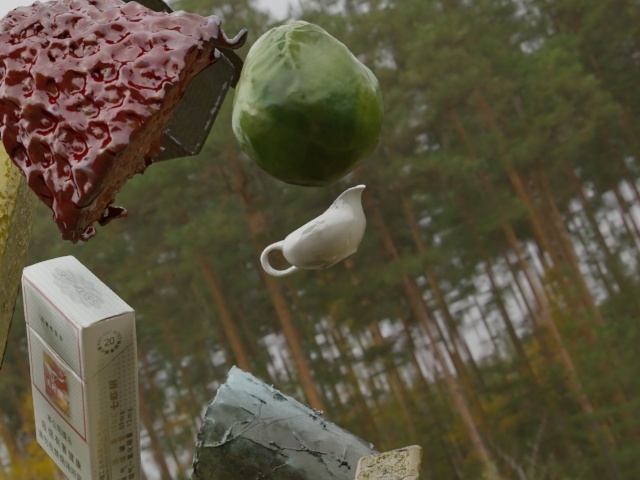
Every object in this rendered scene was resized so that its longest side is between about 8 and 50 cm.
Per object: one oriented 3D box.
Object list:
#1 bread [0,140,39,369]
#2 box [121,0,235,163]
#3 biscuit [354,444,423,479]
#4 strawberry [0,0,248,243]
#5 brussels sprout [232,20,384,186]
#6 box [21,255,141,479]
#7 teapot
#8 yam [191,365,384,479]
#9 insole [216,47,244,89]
[{"bbox_3d":[-0.490,-0.013,1.330,0.324,0.333,0.143,8,-36,-6],"label":"bread"},{"bbox_3d":[-0.286,-0.257,1.808,0.143,0.184,0.273,-7,-37,43],"label":"box"},{"bbox_3d":[0.076,0.271,1.400,0.083,0.018,0.081,-15,24,19],"label":"biscuit"},{"bbox_3d":[-0.197,-0.131,1.007,0.234,0.178,0.234,-54,5,7],"label":"strawberry"},{"bbox_3d":[-0.020,-0.149,1.338,0.161,0.180,0.144,-42,-24,12],"label":"brussels sprout"},{"bbox_3d":[-0.366,0.214,1.856,0.095,0.330,0.210,-16,33,-33],"label":"box"},{"bbox_3d":[0.000,0.000,1.971,0.226,0.092,0.145,-31,-5,19],"label":"teapot"},{"bbox_3d":[-0.066,0.403,2.201,0.241,0.348,0.241,-51,-24,-33],"label":"yam"},{"bbox_3d":[-0.151,-0.292,1.917,0.045,0.002,0.135,-30,-51,-2],"label":"insole"}]
